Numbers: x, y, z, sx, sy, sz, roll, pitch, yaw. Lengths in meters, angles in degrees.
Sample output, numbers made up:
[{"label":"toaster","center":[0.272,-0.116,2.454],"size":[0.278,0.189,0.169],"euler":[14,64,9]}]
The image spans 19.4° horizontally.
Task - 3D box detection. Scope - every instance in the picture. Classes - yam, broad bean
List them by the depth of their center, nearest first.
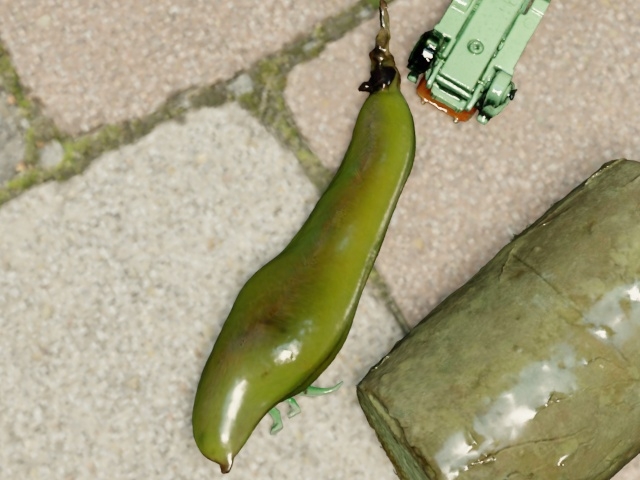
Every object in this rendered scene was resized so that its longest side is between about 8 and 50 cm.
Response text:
[{"label":"yam","center":[0.151,0.073,1.156],"size":[0.268,0.161,0.161],"euler":[-42,84,-9]},{"label":"broad bean","center":[0.002,0.004,1.203],"size":[0.075,0.067,0.325],"euler":[26,69,0]}]

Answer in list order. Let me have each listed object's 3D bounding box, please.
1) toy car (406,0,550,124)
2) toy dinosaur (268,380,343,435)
[{"label":"toy car","center":[0.114,-0.148,1.250],"size":[0.073,0.054,0.143],"euler":[29,71,0]},{"label":"toy dinosaur","center":[-0.034,0.091,1.212],"size":[0.083,0.021,0.062],"euler":[-29,69,-7]}]
